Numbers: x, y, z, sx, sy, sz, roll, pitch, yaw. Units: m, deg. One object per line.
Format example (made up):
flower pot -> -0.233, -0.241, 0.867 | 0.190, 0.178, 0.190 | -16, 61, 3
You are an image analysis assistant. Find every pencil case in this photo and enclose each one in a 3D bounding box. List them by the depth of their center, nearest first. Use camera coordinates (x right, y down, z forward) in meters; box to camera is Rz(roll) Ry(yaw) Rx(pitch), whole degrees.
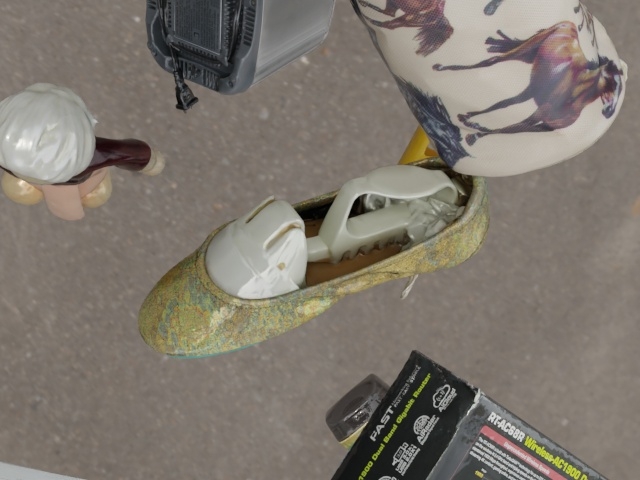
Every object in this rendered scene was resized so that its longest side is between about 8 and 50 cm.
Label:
pencil case -> 0.090, -0.232, 0.795 | 0.183, 0.160, 0.410 | -32, 126, 2

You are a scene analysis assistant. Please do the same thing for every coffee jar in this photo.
coffee jar -> 0.093, 0.260, 1.415 | 0.096, 0.079, 0.184 | -42, 94, 4

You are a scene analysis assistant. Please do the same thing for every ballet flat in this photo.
ballet flat -> 0.000, 0.000, 1.012 | 0.348, 0.123, 0.123 | -17, 122, -20

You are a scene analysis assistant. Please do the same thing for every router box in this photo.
router box -> 0.053, 0.105, 0.389 | 0.122, 0.038, 0.092 | 36, 86, -37

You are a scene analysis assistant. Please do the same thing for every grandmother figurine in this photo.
grandmother figurine -> -0.257, -0.080, 1.104 | 0.207, 0.342, 0.104 | -6, 88, -8

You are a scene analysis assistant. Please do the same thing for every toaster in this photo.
toaster -> -0.065, -0.230, 0.991 | 0.146, 0.129, 0.227 | -34, 139, -43

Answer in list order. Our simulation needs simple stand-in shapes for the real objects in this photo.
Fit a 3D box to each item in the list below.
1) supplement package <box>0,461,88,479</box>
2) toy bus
supplement package -> -0.342, 0.364, 1.161 | 0.149, 0.203, 0.194 | 14, 134, -7
toy bus -> 0.121, -0.055, 1.464 | 0.191, 0.104, 0.202 | -62, 177, 26
